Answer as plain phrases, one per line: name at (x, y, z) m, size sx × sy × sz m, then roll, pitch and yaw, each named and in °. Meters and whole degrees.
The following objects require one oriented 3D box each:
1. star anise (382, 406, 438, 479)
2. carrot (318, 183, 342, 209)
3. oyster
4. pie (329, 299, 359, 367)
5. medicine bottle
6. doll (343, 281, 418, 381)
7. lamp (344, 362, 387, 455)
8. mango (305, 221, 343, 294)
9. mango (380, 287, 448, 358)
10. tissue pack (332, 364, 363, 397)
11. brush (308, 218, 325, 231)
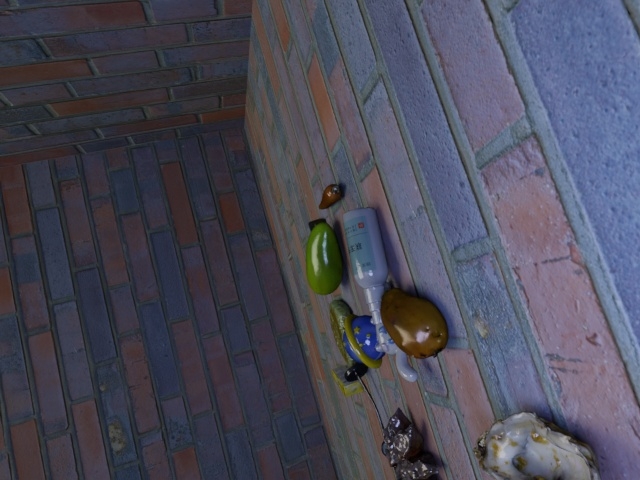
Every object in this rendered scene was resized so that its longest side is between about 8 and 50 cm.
star anise at (0.298, 0.738, 1.385) m, size 0.331 × 0.117 × 0.332 m, roll 171°, pitch 90°, yaw -77°
carrot at (0.032, -0.163, 1.652) m, size 0.336 × 0.069 × 0.069 m, roll 134°, pitch 121°, yaw -76°
oyster at (0.388, 0.404, 0.734) m, size 0.341 × 0.110 × 0.166 m, roll 104°, pitch -179°, yaw -57°
pie at (0.108, 0.429, 1.900) m, size 0.323 × 0.070 × 0.323 m, roll 166°, pitch 90°, yaw -79°
medicine bottle at (0.150, 0.078, 1.260) m, size 0.110 × 0.110 × 0.352 m, roll 130°, pitch 131°, yaw -72°
doll at (0.200, 0.328, 1.300) m, size 0.159 × 0.242 × 0.311 m, roll 41°, pitch -162°, yaw -50°
lamp at (0.229, 0.696, 1.717) m, size 0.371 × 0.130 × 0.108 m, roll 56°, pitch -179°, yaw 20°
mango at (0.014, 0.080, 1.747) m, size 0.192 × 0.156 × 0.343 m, roll -131°, pitch 33°, yaw -55°
mango at (0.241, 0.212, 1.103) m, size 0.156 × 0.151 × 0.249 m, roll -64°, pitch 22°, yaw 17°
tissue pack at (0.129, 0.675, 1.984) m, size 0.176 × 0.095 × 0.062 m, roll -154°, pitch 51°, yaw -70°
brush at (0.000, 0.000, 1.912) m, size 0.123 × 0.059 × 0.197 m, roll -169°, pitch 66°, yaw -75°
